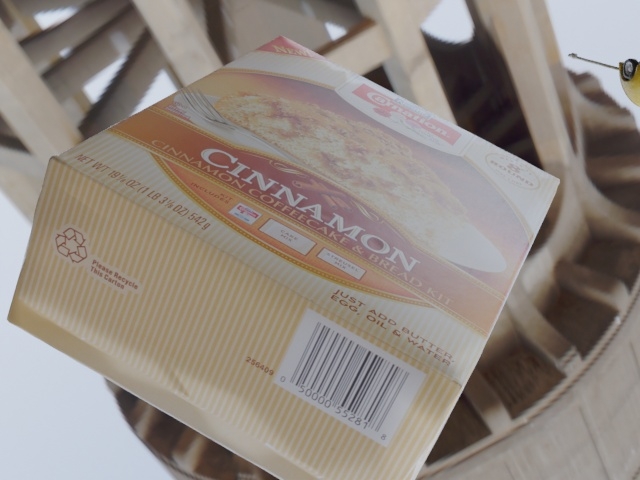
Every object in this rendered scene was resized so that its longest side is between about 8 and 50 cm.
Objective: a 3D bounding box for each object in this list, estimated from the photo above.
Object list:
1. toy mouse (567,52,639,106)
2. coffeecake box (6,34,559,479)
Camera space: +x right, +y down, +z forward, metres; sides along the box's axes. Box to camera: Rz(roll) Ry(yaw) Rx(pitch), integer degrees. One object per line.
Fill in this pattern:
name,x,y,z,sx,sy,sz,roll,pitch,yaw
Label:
toy mouse,0.262,-0.097,0.681,0.143,0.031,0.161,-4,-166,-25
coffeecake box,0.000,0.000,0.407,0.142,0.068,0.185,28,-151,8
